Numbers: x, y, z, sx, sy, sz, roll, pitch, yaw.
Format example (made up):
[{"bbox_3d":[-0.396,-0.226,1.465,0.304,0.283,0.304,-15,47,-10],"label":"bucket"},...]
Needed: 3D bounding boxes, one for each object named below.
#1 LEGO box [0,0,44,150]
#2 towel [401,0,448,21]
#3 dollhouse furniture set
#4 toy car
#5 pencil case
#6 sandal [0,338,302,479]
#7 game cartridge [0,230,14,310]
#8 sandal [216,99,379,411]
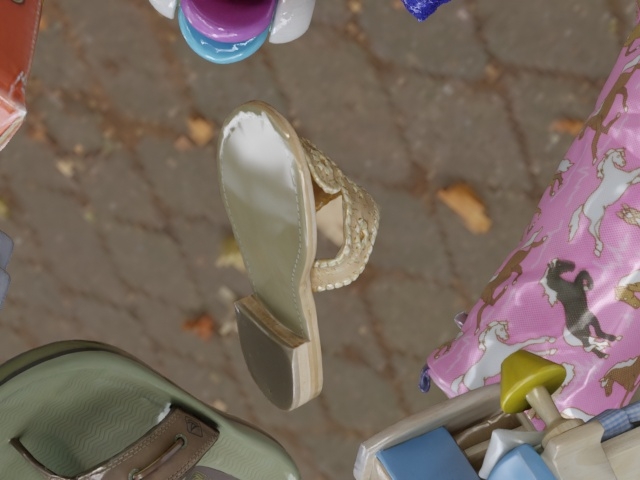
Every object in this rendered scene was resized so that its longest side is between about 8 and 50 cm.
[{"bbox_3d":[-0.282,-0.226,0.693,0.372,0.500,0.193,34,121,-26],"label":"LEGO box"},{"bbox_3d":[0.078,-0.351,1.601,0.308,0.227,0.076,56,163,8],"label":"towel"},{"bbox_3d":[0.190,0.113,1.291,0.198,0.286,0.303,56,153,29],"label":"dollhouse furniture set"},{"bbox_3d":[-0.079,-0.240,1.776,0.159,0.136,0.182,14,133,-5],"label":"toy car"},{"bbox_3d":[0.235,-0.012,1.539,0.167,0.386,0.160,33,-176,26],"label":"pencil case"},{"bbox_3d":[-0.113,0.148,1.246,0.303,0.120,0.086,23,-159,-41],"label":"sandal"},{"bbox_3d":[-0.275,0.006,0.829,0.060,0.196,0.294,-24,131,39],"label":"game cartridge"},{"bbox_3d":[-0.004,-0.004,1.148,0.088,0.079,0.240,42,148,35],"label":"sandal"}]
